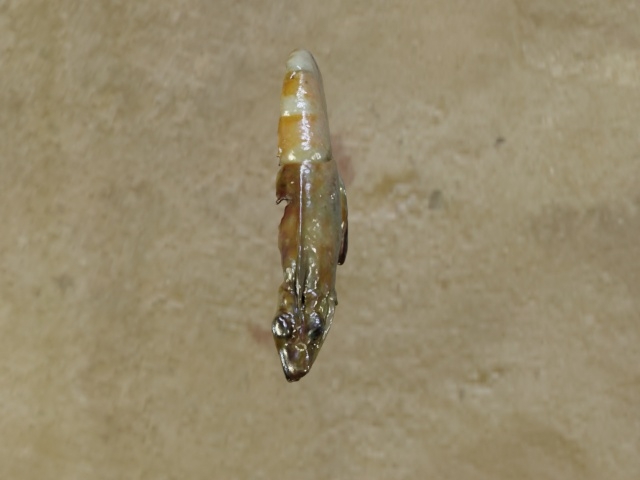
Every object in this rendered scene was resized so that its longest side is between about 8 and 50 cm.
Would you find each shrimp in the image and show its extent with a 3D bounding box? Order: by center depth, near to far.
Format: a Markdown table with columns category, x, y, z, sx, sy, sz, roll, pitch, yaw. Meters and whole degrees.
| category | x | y | z | sx | sy | sz | roll | pitch | yaw |
| --- | --- | --- | --- | --- | --- | --- | --- | --- | --- |
| shrimp | -0.004 | 0.000 | 0.870 | 0.035 | 0.195 | 0.148 | -1 | 155 | 3 |
